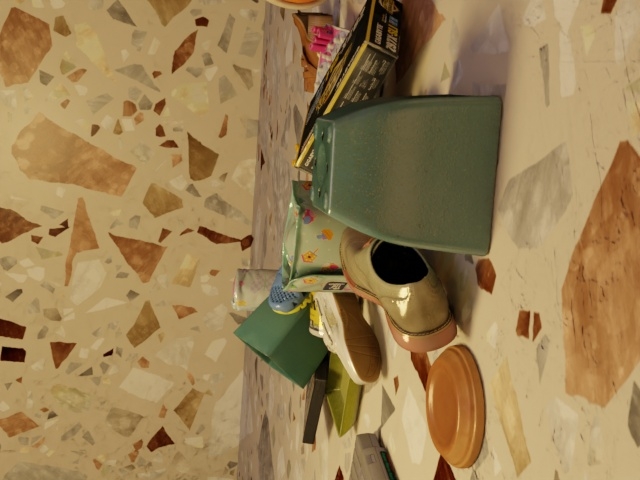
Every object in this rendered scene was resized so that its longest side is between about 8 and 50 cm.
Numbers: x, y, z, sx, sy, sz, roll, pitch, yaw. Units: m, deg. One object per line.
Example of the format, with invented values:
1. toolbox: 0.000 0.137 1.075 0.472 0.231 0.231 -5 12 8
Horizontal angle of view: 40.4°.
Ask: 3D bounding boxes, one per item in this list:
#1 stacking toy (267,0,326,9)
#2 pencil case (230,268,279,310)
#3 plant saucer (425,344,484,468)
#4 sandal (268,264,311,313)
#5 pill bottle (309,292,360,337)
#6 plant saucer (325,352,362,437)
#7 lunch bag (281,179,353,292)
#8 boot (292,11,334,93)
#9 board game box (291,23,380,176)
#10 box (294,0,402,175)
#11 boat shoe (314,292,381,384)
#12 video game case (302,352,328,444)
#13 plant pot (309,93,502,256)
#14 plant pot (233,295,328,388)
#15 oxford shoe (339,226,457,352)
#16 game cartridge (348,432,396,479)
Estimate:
1. stacking toy: 0.017 -0.779 2.041 0.479 0.350 0.351 -12 76 58
2. pencil case: -0.109 0.144 2.400 0.113 0.272 0.124 112 162 -74
3. plant saucer: 0.214 0.272 1.427 0.200 0.037 0.200 -178 90 -78
4. sandal: -0.050 0.029 2.136 0.138 0.126 0.318 45 -118 -48
5. pill bottle: 0.036 0.121 2.073 0.119 0.119 0.209 -145 57 -75
6. plant saucer: 0.060 0.348 2.111 0.188 0.045 0.188 -110 25 -61
7. lunch bag: 0.034 0.013 1.843 0.160 0.223 0.262 -105 20 -52
8. boot: -0.016 -0.534 2.473 0.283 0.108 0.220 -138 46 -65
9. board game box: 0.033 -0.313 2.116 0.390 0.050 0.390 -135 51 -62
10. box: 0.058 -0.321 1.785 0.322 0.079 0.257 -57 12 37
11. boat shoe: 0.053 0.210 1.932 0.096 0.098 0.277 -46 46 33
12. video game case: -0.011 0.366 2.339 0.248 0.035 0.275 -85 4 -49
13. plant pot: 0.119 -0.119 1.404 0.248 0.252 0.247 -141 54 -74
14. plant pot: -0.059 0.215 2.199 0.234 0.166 0.165 -50 39 -12
15. oxford shoe: 0.127 0.038 1.549 0.397 0.140 0.147 -132 23 -58
16. game cartridge: 0.121 0.591 1.781 0.355 0.068 0.230 -111 29 -60
